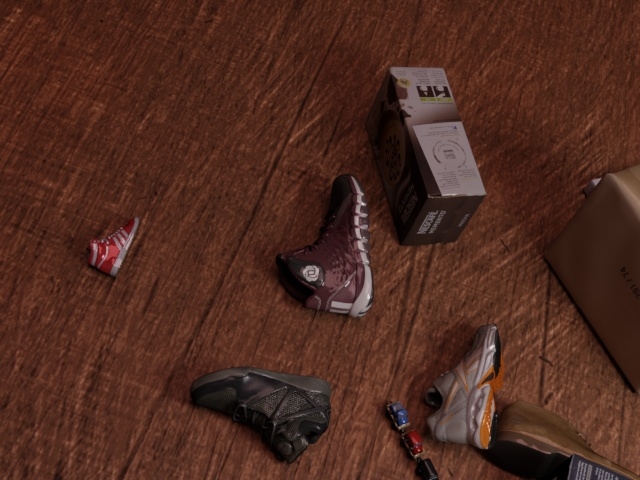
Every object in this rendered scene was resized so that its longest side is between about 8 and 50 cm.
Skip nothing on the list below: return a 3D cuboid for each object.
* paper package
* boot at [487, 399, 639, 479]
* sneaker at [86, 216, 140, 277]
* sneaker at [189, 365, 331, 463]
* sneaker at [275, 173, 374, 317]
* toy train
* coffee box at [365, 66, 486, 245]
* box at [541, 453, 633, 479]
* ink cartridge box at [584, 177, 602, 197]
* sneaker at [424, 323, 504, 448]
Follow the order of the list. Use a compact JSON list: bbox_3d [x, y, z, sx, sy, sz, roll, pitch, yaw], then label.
[{"bbox_3d":[0.593,0.058,1.790,0.168,0.309,0.325,-19,65,-24],"label":"paper package"},{"bbox_3d":[0.434,0.359,1.680,0.305,0.112,0.115,25,44,3],"label":"boot"},{"bbox_3d":[-0.351,0.000,1.708,0.067,0.042,0.118,22,56,-6],"label":"sneaker"},{"bbox_3d":[-0.091,0.272,1.581,0.227,0.087,0.130,11,49,-16],"label":"sneaker"},{"bbox_3d":[0.000,0.000,1.779,0.162,0.106,0.281,2,58,-12],"label":"sneaker"},{"bbox_3d":[0.148,0.328,1.648,0.027,0.036,0.158,-16,64,-26],"label":"toy train"},{"bbox_3d":[0.190,-0.158,1.900,0.119,0.168,0.297,-3,58,-19],"label":"coffee box"},{"bbox_3d":[0.425,0.431,1.592,0.158,0.156,0.093,25,53,0],"label":"box"},{"bbox_3d":[0.677,-0.043,2.046,0.224,0.045,0.223,-11,62,-24],"label":"ink cartridge box"},{"bbox_3d":[0.239,0.235,1.705,0.121,0.099,0.262,-2,35,20],"label":"sneaker"}]
